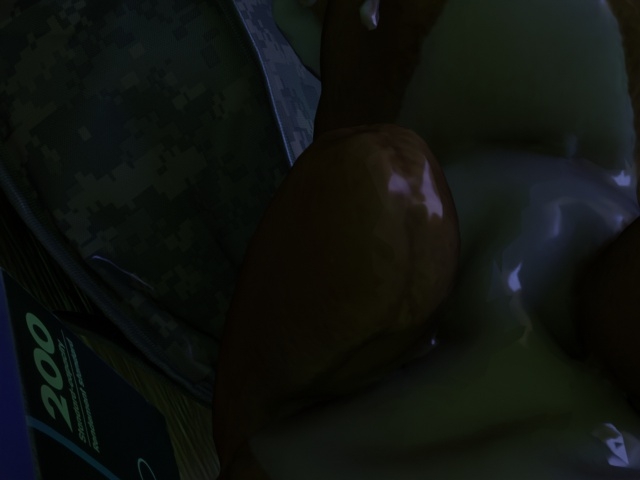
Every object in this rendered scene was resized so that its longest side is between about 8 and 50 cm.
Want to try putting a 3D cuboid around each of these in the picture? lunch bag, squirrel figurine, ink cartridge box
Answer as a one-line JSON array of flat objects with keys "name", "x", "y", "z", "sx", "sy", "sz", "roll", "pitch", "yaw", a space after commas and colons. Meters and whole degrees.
[{"name": "lunch bag", "x": -0.051, "y": -0.021, "z": 0.962, "sx": 0.287, "sy": 0.169, "sz": 0.235, "roll": 61, "pitch": 10, "yaw": 10}, {"name": "squirrel figurine", "x": 0.063, "y": 0.058, "z": 0.726, "sx": 0.397, "sy": 0.281, "sz": 0.370, "roll": 76, "pitch": 11, "yaw": -62}, {"name": "ink cartridge box", "x": -0.102, "y": 0.117, "z": 0.722, "sx": 0.208, "sy": 0.045, "sz": 0.206, "roll": 48, "pitch": 20, "yaw": -52}]
